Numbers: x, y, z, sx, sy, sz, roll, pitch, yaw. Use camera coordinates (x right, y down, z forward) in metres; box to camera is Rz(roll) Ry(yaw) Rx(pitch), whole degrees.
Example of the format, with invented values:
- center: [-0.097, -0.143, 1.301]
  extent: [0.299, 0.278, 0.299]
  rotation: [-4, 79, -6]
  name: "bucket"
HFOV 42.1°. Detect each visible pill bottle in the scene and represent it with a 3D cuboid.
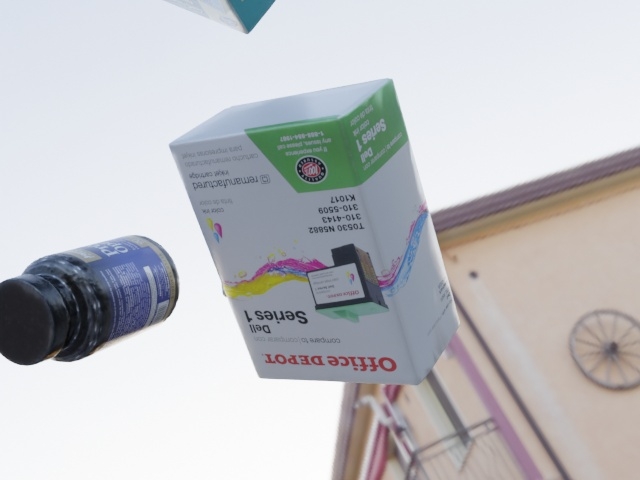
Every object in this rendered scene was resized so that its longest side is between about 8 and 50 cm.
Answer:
- center: [-0.267, 0.068, 0.950]
  extent: [0.123, 0.123, 0.219]
  rotation: [-45, -9, 23]
  name: "pill bottle"

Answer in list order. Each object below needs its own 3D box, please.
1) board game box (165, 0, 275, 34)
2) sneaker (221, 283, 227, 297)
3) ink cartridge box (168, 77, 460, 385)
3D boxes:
- center: [-0.225, -0.430, 1.050]
  extent: [0.079, 0.253, 0.336]
  rotation: [-55, -32, -12]
  name: "board game box"
- center: [-0.098, 0.024, 1.578]
  extent: [0.132, 0.086, 0.229]
  rotation: [12, -51, -19]
  name: "sneaker"
- center: [0.000, 0.000, 0.829]
  extent: [0.117, 0.201, 0.278]
  rotation: [-45, -56, -49]
  name: "ink cartridge box"
